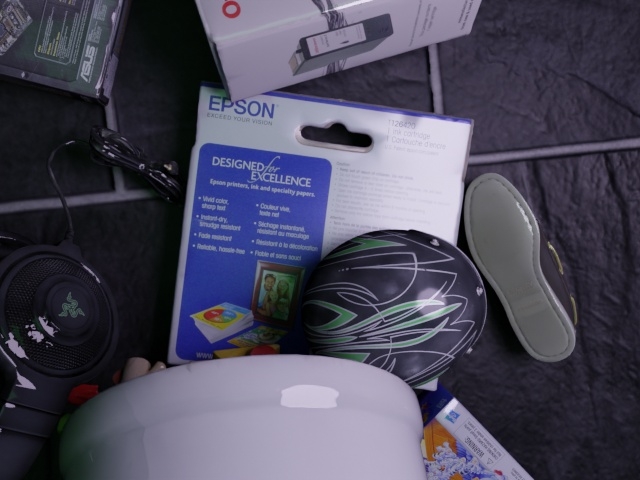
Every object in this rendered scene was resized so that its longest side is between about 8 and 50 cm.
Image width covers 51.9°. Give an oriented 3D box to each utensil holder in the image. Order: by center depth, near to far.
[{"bbox_3d":[-0.046,0.334,0.513,0.328,0.327,0.385,-5,56,-6],"label":"utensil holder"}]

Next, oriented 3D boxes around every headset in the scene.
[{"bbox_3d":[-0.273,0.072,0.644,0.185,0.243,0.394,33,73,-43],"label":"headset"}]

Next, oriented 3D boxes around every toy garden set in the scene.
[{"bbox_3d":[-0.148,0.181,0.700,0.244,0.049,0.203,0,131,-6],"label":"toy garden set"}]

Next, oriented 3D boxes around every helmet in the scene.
[{"bbox_3d":[0.066,0.066,0.634,0.170,0.161,0.169,0,94,-7],"label":"helmet"}]

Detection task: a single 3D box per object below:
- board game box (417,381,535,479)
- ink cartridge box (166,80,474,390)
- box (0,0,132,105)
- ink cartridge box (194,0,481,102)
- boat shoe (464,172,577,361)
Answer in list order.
[{"bbox_3d":[0.178,0.372,0.771,0.233,0.078,0.347,-44,97,-2],"label":"board game box"},{"bbox_3d":[0.000,0.000,0.737,0.304,0.072,0.307,7,90,-6],"label":"ink cartridge box"},{"bbox_3d":[-0.292,-0.277,0.690,0.183,0.056,0.230,13,91,-7],"label":"box"},{"bbox_3d":[0.002,-0.284,0.667,0.273,0.115,0.198,-17,74,-5],"label":"ink cartridge box"},{"bbox_3d":[0.233,0.026,0.765,0.081,0.069,0.227,-20,94,30],"label":"boat shoe"}]
